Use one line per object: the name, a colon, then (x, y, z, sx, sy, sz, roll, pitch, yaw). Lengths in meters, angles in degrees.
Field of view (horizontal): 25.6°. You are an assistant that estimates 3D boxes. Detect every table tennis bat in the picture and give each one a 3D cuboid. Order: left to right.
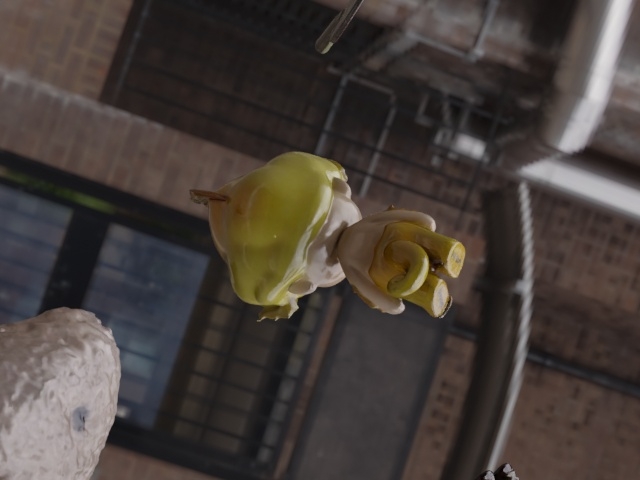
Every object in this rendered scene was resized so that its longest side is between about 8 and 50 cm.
table tennis bat: (0.040, -0.318, 1.932, 0.131, 0.022, 0.234, -64, -171, -24)

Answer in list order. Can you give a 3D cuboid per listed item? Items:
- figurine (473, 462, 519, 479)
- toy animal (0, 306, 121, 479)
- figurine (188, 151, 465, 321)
figurine: (0.358, 0.459, 1.955, 0.281, 0.370, 0.167, -8, 131, -50)
toy animal: (-0.358, 0.207, 1.386, 0.188, 0.358, 0.226, 30, -52, 60)
figurine: (0.000, 0.000, 1.185, 0.131, 0.246, 0.156, 43, 64, -56)
